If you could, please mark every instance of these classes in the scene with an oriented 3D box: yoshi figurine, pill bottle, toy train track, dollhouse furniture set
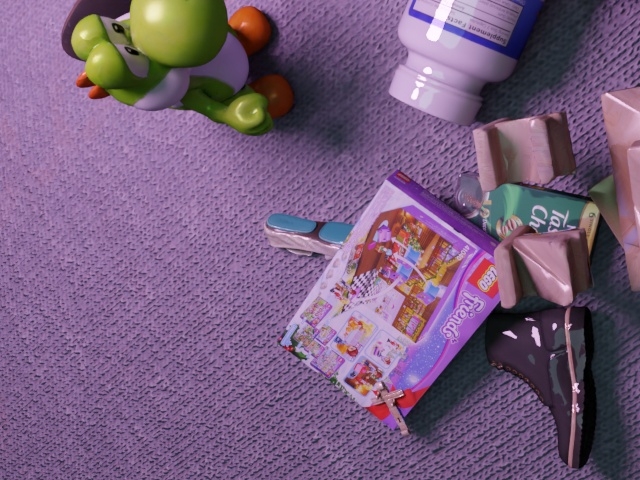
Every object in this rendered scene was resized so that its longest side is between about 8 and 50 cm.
[{"bbox_3d":[-0.138,-0.235,1.088,0.204,0.362,0.203,24,105,19],"label":"yoshi figurine"},{"bbox_3d":[0.184,-0.282,1.060,0.152,0.152,0.272,27,107,18],"label":"pill bottle"},{"bbox_3d":[0.094,0.223,1.169,0.048,0.014,0.083,-25,101,27],"label":"toy train track"},{"bbox_3d":[0.371,-0.150,0.951,0.362,0.256,0.394,-7,100,28],"label":"dollhouse furniture set"}]

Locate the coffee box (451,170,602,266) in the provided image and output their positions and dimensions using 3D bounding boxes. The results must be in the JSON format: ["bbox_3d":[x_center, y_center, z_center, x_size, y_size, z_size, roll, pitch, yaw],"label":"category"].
[{"bbox_3d":[0.255,-0.016,1.122,0.184,0.040,0.113,16,102,20],"label":"coffee box"}]

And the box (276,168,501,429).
[{"bbox_3d":[0.097,0.082,1.155,0.201,0.057,0.293,37,118,6],"label":"box"}]

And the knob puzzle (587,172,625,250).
[{"bbox_3d":[0.441,-0.042,1.043,0.213,0.030,0.213,2,100,11],"label":"knob puzzle"}]

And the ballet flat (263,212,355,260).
[{"bbox_3d":[0.000,0.000,1.236,0.168,0.057,0.052,14,131,24],"label":"ballet flat"}]

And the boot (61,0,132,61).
[{"bbox_3d":[-0.277,-0.390,1.291,0.305,0.112,0.115,-45,49,26],"label":"boot"}]

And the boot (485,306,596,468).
[{"bbox_3d":[0.274,0.183,1.130,0.137,0.077,0.197,-2,83,28],"label":"boot"}]
